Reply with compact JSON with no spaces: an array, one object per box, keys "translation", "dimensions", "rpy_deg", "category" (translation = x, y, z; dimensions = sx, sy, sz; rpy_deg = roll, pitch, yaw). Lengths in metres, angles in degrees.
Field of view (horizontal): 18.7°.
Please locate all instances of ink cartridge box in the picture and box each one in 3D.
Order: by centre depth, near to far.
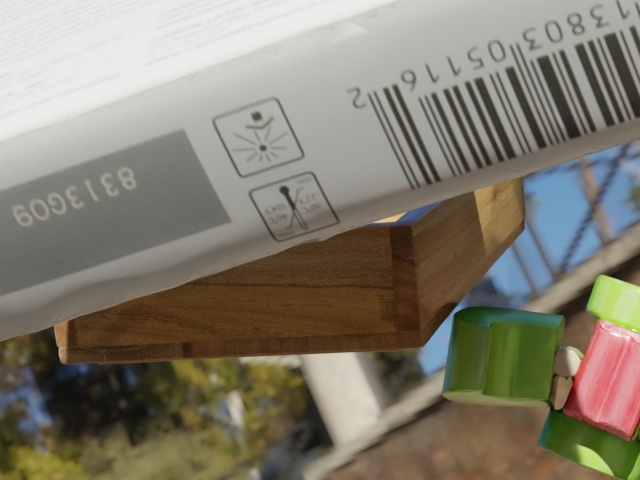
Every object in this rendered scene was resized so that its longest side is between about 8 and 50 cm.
[{"translation":[0.013,-0.133,0.825],"dimensions":[0.308,0.091,0.385],"rpy_deg":[-18,27,17],"category":"ink cartridge box"}]

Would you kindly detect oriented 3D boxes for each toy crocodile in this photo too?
[{"translation":[0.235,0.107,1.108],"dimensions":[0.105,0.340,0.115],"rpy_deg":[16,-85,-81],"category":"toy crocodile"}]

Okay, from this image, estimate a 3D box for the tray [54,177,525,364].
[{"translation":[0.000,0.000,1.216],"dimensions":[0.203,0.076,0.411],"rpy_deg":[-3,9,14],"category":"tray"}]
